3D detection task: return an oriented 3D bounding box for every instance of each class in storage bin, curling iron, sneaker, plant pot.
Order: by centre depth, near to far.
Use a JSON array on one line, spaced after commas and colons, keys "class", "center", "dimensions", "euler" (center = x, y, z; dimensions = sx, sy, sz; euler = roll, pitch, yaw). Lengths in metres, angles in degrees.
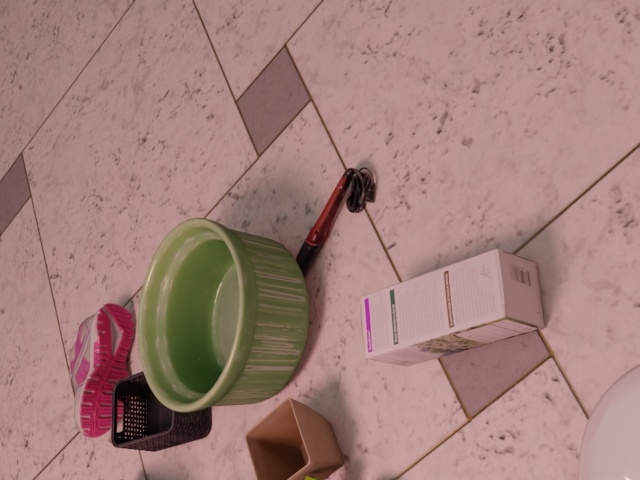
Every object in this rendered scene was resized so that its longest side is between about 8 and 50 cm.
[{"class": "plant pot", "center": [-0.031, 0.309, 1.447], "dimensions": [0.109, 0.096, 0.109], "euler": [-43, 50, 27]}, {"class": "curling iron", "center": [0.000, 0.000, 1.565], "dimensions": [0.274, 0.035, 0.068], "euler": [-55, 45, 17]}, {"class": "storage bin", "center": [-0.279, 0.293, 1.720], "dimensions": [0.180, 0.084, 0.122], "euler": [-23, 61, 39]}, {"class": "sneaker", "center": [-0.425, 0.252, 1.883], "dimensions": [0.111, 0.103, 0.252], "euler": [-19, 57, 45]}]

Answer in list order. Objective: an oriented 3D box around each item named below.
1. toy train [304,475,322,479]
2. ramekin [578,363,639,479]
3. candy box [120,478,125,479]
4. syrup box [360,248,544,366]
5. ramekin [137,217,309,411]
[{"class": "toy train", "center": [-0.027, 0.391, 1.366], "dimensions": [0.248, 0.105, 0.143], "euler": [13, 72, 22]}, {"class": "ramekin", "center": [0.398, 0.242, 0.998], "dimensions": [0.277, 0.135, 0.277], "euler": [-17, 64, 41]}, {"class": "candy box", "center": [-0.344, 0.504, 1.629], "dimensions": [0.233, 0.071, 0.159], "euler": [18, -90, -90]}, {"class": "syrup box", "center": [0.170, 0.095, 1.314], "dimensions": [0.236, 0.093, 0.096], "euler": [-22, 62, 40]}, {"class": "ramekin", "center": [-0.154, 0.123, 1.578], "dimensions": [0.303, 0.148, 0.304], "euler": [-14, 72, 49]}]
